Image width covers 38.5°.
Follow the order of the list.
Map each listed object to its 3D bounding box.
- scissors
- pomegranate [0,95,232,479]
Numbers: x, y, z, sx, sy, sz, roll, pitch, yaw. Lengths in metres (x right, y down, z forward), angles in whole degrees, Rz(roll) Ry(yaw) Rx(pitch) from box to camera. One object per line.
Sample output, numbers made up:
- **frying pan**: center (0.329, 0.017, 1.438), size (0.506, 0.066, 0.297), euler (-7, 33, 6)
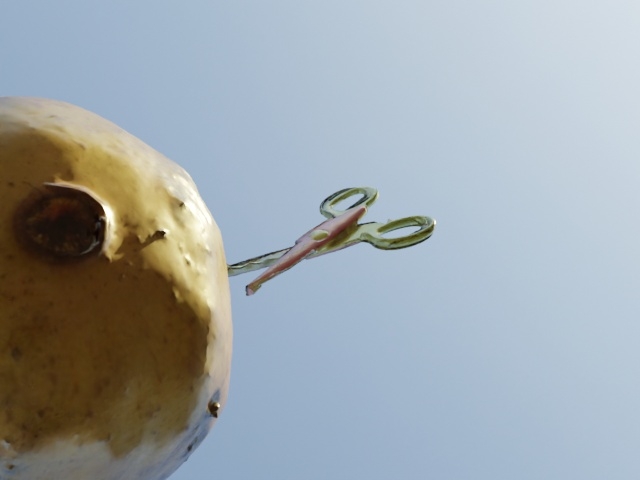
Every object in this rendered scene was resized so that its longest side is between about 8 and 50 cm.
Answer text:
- **scissors**: center (0.000, 0.000, 0.833), size (0.187, 0.133, 0.020), euler (-25, -58, -25)
- **pomegranate**: center (-0.191, 0.045, 0.594), size (0.281, 0.281, 0.281), euler (15, -119, -28)
